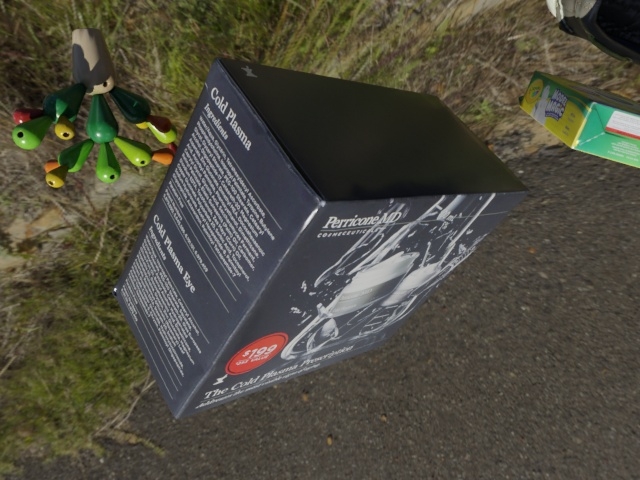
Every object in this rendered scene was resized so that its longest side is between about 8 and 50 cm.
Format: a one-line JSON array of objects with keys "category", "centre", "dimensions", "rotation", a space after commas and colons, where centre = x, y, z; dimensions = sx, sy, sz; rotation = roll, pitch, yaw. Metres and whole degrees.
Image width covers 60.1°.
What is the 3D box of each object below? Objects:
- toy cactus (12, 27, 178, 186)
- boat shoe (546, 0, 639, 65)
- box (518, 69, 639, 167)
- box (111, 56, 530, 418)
[{"category": "toy cactus", "centre": [-0.271, -0.161, 0.679], "dimensions": [0.112, 0.219, 0.181], "rotation": [-1, 98, 47]}, {"category": "boat shoe", "centre": [0.372, -0.204, 0.530], "dimensions": [0.304, 0.091, 0.109], "rotation": [10, 130, -8]}, {"category": "box", "centre": [0.253, -0.112, 0.503], "dimensions": [0.105, 0.179, 0.043], "rotation": [15, 114, -4]}, {"category": "box", "centre": [0.000, 0.000, 0.618], "dimensions": [0.179, 0.343, 0.313], "rotation": [53, 129, 26]}]
